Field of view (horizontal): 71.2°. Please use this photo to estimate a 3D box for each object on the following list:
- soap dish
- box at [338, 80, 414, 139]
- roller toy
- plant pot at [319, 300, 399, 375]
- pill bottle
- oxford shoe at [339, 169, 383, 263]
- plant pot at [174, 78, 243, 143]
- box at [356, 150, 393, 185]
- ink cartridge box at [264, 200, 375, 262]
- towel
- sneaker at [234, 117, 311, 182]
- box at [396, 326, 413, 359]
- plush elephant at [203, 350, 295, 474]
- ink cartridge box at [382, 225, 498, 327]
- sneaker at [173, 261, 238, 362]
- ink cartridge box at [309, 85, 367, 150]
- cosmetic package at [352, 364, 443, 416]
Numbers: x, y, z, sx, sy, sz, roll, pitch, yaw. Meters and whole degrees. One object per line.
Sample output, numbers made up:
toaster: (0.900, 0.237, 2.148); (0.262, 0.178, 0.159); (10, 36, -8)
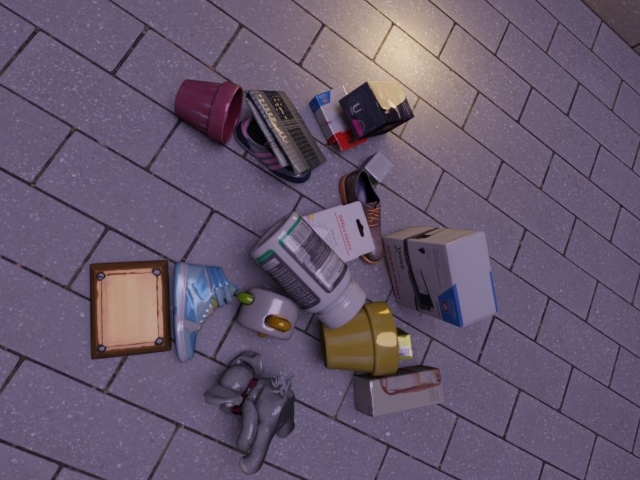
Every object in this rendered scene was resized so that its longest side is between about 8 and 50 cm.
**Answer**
soap dish: (-0.580, 0.208, 1.368); (0.229, 0.118, 0.291); (-2, 85, -22)
box: (0.217, -0.496, 1.693); (0.270, 0.143, 0.165); (-27, 92, -52)
roller toy: (-0.170, 0.250, 1.480); (0.209, 0.191, 0.146); (14, 77, 19)
plant pot: (0.126, 0.352, 1.569); (0.239, 0.254, 0.254); (-5, 85, -7)
pill bottle: (-0.033, 0.100, 1.423); (0.361, 0.204, 0.204); (48, 70, -12)
oxford shoe: (0.169, -0.087, 1.686); (0.130, 0.133, 0.363); (-18, 91, -25)
plant pot: (-0.377, -0.447, 1.500); (0.180, 0.201, 0.201); (19, 77, -2)
box: (0.208, -0.276, 1.742); (0.087, 0.101, 0.102); (44, 71, -11)
ink cartridge box: (0.000, 0.000, 1.617); (0.353, 0.119, 0.207); (-18, 92, -21)
towel: (-0.116, -0.379, 1.568); (0.324, 0.056, 0.312); (58, 24, -5)
sneaker: (-0.158, -0.317, 1.589); (0.319, 0.131, 0.112); (31, 74, -15)
box: (0.284, 0.371, 1.620); (0.058, 0.232, 0.087); (-6, 86, 0)
plush elephant: (-0.227, 0.505, 1.415); (0.272, 0.255, 0.330); (-31, 137, -59)
ink cartridge box: (0.411, 0.111, 1.597); (0.166, 0.395, 0.285); (-17, 100, -20)
sneaker: (-0.368, 0.227, 1.445); (0.208, 0.127, 0.319); (1, 84, -20)
ink cartridge box: (0.071, -0.459, 1.724); (0.134, 0.078, 0.231); (-26, 93, -22)
cosmetic package: (0.284, 0.547, 1.645); (0.296, 0.153, 0.129); (-3, 83, -23)
